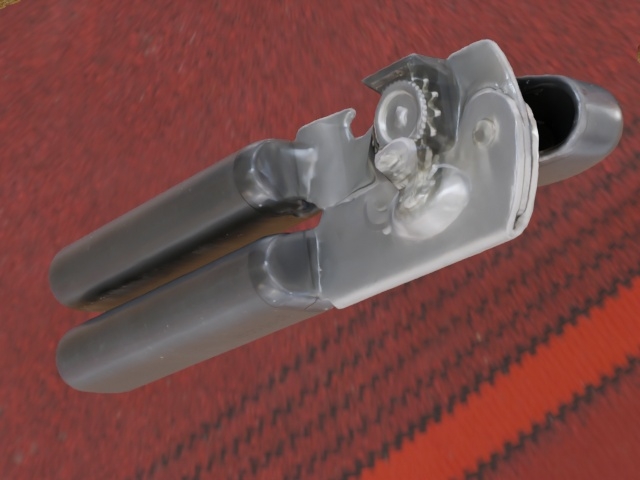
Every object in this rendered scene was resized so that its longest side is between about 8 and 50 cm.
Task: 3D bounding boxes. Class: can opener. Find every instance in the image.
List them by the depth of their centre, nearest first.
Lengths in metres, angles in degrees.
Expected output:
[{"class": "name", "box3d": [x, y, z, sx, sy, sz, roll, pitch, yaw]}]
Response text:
[{"class": "can opener", "box3d": [0.000, 0.000, 0.794, 0.095, 0.283, 0.076, 5, 70, -39]}]

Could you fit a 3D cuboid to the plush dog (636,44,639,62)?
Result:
[{"class": "plush dog", "box3d": [0.205, -0.189, 0.930, 0.225, 0.210, 0.262, 49, 129, -6]}]

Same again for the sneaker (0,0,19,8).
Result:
[{"class": "sneaker", "box3d": [-0.199, -0.130, 0.870, 0.185, 0.069, 0.084, -15, 95, 6]}]
